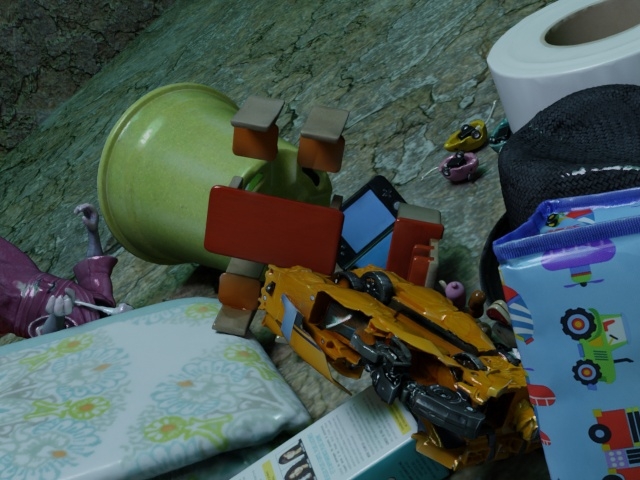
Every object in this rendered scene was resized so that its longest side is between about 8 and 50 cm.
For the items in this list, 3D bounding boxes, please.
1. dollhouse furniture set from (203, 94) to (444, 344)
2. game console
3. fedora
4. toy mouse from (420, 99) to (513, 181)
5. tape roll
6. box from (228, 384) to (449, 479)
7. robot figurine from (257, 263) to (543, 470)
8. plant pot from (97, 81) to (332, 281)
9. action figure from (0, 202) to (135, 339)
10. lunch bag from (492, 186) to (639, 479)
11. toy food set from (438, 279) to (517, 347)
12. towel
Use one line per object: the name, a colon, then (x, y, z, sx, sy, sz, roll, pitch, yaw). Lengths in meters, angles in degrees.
dollhouse furniture set: (0.000, 0.000, 0.998, 0.259, 0.262, 0.135, 11, 26, 5)
game console: (0.070, -0.014, 1.134, 0.122, 0.107, 0.071, -39, -1, -12)
fedora: (0.275, -0.045, 0.858, 0.334, 0.152, 0.334, -27, 27, 15)
toy mouse: (0.210, -0.114, 1.180, 0.161, 0.031, 0.143, -38, 26, -7)
tape roll: (0.350, -0.222, 1.088, 0.286, 0.100, 0.286, -20, 25, 10)
box: (-0.012, 0.232, 0.821, 0.244, 0.060, 0.100, -34, 26, 1)
robot figurine: (0.084, 0.103, 0.798, 0.211, 0.085, 0.291, 1, 23, -41)
plant pot: (-0.126, -0.064, 1.263, 0.276, 0.276, 0.254, -45, 40, -21)
action figure: (-0.393, 0.101, 1.243, 0.248, 0.370, 0.276, -65, -4, -63)
lunch bag: (0.287, 0.067, 0.569, 0.293, 0.221, 0.138, -11, 9, 30)
toy food set: (0.152, 0.072, 0.877, 0.019, 0.078, 0.122, -39, 17, -15)
towel: (-0.229, 0.190, 0.996, 0.374, 0.090, 0.320, -15, 26, -16)
